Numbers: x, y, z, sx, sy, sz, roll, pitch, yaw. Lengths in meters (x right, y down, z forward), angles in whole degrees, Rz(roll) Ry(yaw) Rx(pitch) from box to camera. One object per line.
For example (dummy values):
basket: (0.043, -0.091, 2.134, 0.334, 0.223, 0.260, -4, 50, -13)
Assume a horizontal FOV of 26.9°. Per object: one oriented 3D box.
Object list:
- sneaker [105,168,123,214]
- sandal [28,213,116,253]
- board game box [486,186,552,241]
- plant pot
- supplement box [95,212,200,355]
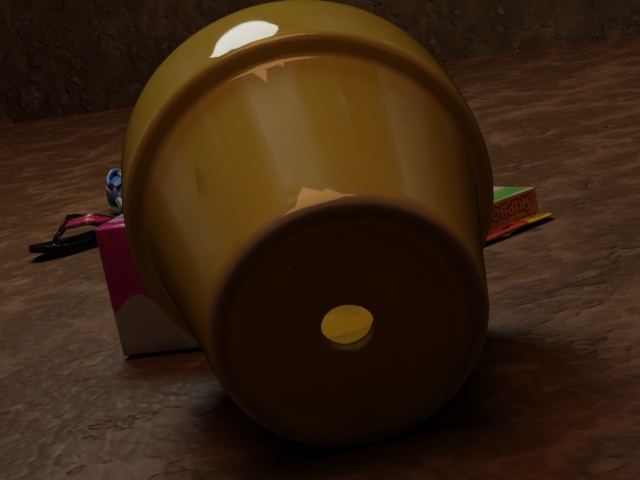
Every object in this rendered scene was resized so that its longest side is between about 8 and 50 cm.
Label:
sneaker: (-0.249, -0.064, 1.777, 0.053, 0.059, 0.144, -16, 13, -30)
sandal: (-0.272, -0.019, 1.629, 0.179, 0.040, 0.067, -17, 13, -25)
board game box: (0.097, -0.025, 1.338, 0.124, 0.039, 0.259, -21, 18, -35)
plant pot: (0.000, 0.000, 0.860, 0.253, 0.254, 0.239, -12, 28, -2)
supplement box: (-0.090, 0.009, 1.156, 0.113, 0.111, 0.220, -6, 14, 20)
